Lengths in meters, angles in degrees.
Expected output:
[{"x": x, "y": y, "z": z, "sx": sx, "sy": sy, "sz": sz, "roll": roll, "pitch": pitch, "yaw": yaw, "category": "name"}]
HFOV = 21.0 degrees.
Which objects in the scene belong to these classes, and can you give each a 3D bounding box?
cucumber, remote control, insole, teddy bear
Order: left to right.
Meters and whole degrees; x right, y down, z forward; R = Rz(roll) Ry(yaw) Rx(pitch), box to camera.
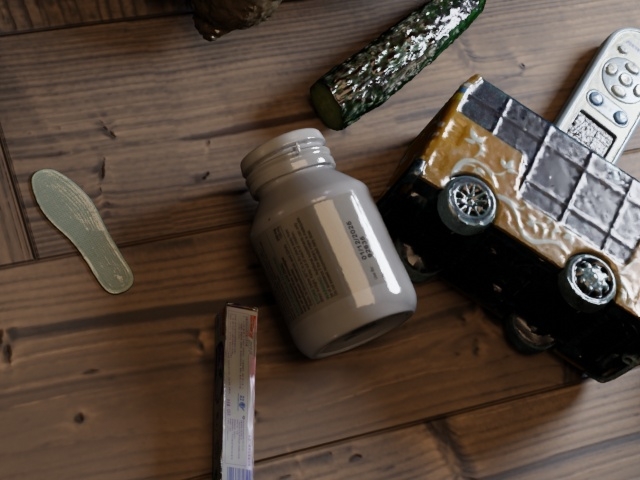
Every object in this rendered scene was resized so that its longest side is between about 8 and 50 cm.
[{"x": -0.240, "y": -0.011, "z": 1.741, "sx": 0.053, "sy": 0.002, "sz": 0.152, "roll": -29, "pitch": 82, "yaw": -30, "category": "insole"}, {"x": -0.110, "y": -0.312, "z": 1.849, "sx": 0.140, "sy": 0.177, "sz": 0.190, "roll": 7, "pitch": 56, "yaw": -61, "category": "teddy bear"}, {"x": 0.103, "y": -0.221, "z": 1.943, "sx": 0.293, "sy": 0.067, "sz": 0.067, "roll": -39, "pitch": 87, "yaw": -32, "category": "cucumber"}, {"x": 0.331, "y": -0.154, "z": 2.021, "sx": 0.087, "sy": 0.047, "sz": 0.244, "roll": 39, "pitch": 58, "yaw": -7, "category": "remote control"}]

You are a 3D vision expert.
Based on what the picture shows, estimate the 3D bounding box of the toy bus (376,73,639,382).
[{"x": 0.230, "y": -0.010, "z": 1.852, "sx": 0.323, "sy": 0.162, "sz": 0.194, "roll": 32, "pitch": 57, "yaw": -5, "category": "toy bus"}]

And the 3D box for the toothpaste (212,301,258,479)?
[{"x": -0.084, "y": 0.160, "z": 1.709, "sx": 0.040, "sy": 0.047, "sz": 0.196, "roll": 7, "pitch": 65, "yaw": -17, "category": "toothpaste"}]

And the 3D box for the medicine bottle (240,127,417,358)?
[{"x": 0.000, "y": 0.000, "z": 1.762, "sx": 0.135, "sy": 0.135, "sz": 0.215, "roll": -17, "pitch": 76, "yaw": -28, "category": "medicine bottle"}]
